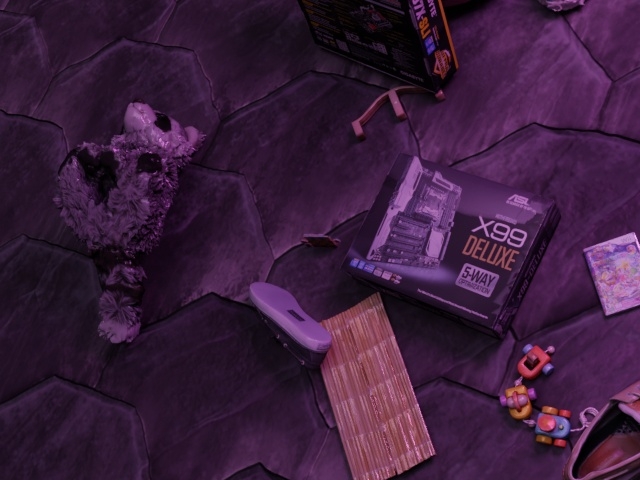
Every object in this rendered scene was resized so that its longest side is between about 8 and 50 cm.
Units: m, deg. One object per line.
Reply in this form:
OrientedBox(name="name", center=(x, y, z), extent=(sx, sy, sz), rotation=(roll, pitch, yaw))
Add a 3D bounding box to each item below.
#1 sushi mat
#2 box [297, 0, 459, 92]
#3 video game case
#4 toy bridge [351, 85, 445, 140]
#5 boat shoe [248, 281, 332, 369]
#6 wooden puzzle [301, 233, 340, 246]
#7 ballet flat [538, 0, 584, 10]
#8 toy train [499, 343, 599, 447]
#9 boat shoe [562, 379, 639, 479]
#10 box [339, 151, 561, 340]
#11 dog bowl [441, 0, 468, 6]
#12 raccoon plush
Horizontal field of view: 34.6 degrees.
OrientedBox(name="sushi mat", center=(0.083, 0.255, 1.757), extent=(0.151, 0.019, 0.316), rotation=(-26, 60, 14))
OrientedBox(name="box", center=(0.087, -0.428, 1.892), extent=(0.322, 0.257, 0.079), rotation=(29, 67, 35))
OrientedBox(name="video game case", center=(0.484, 0.054, 1.659), extent=(0.087, 0.011, 0.122), rotation=(-21, 61, 16))
OrientedBox(name="toy bridge", center=(0.145, -0.257, 1.941), extent=(0.188, 0.026, 0.063), rotation=(-26, 59, 12))
OrientedBox(name="boat shoe", center=(-0.061, 0.154, 1.839), extent=(0.228, 0.080, 0.076), rotation=(36, 118, 41))
OrientedBox(name="wooden puzzle", center=(0.000, 0.000, 1.886), extent=(0.083, 0.049, 0.006), rotation=(1, 68, 26))
OrientedBox(name="ballet flat", center=(0.487, -0.613, 1.858), extent=(0.147, 0.147, 0.408), rotation=(14, 78, 29))
OrientedBox(name="toy train", center=(0.352, 0.243, 1.620), extent=(0.125, 0.046, 0.166), rotation=(-42, 58, 4))
OrientedBox(name="boat shoe", center=(0.480, 0.267, 1.515), extent=(0.302, 0.103, 0.113), rotation=(-48, 58, 0))
OrientedBox(name="box", center=(0.222, 0.004, 1.764), extent=(0.307, 0.076, 0.242), rotation=(22, 79, 31))
OrientedBox(name="dog bowl", center=(0.248, -0.620, 1.932), extent=(0.408, 0.150, 0.407), rotation=(-20, 53, 29))
OrientedBox(name="raccoon plush", center=(-0.373, -0.053, 2.054), extent=(0.216, 0.299, 0.446), rotation=(16, 109, 15))
